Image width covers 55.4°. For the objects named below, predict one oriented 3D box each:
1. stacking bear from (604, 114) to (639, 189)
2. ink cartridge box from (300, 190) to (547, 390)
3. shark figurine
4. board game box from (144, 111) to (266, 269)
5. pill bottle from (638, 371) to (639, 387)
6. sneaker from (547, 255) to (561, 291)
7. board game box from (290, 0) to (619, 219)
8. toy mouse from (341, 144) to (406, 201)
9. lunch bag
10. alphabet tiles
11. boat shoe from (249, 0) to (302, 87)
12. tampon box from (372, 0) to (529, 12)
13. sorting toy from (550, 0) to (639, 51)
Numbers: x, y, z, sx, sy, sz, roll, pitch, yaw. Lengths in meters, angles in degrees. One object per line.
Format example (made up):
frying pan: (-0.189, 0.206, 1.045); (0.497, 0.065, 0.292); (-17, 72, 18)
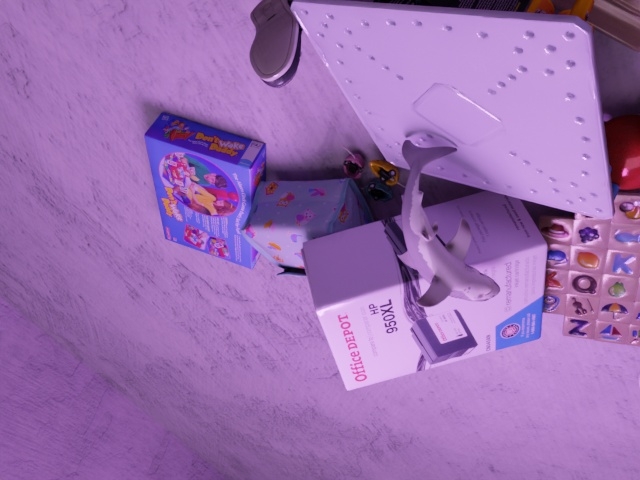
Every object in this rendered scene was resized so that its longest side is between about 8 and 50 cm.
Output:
stacking bear: (0.505, -0.136, 0.809); (0.289, 0.164, 0.175); (-9, 97, 52)
ink cartridge box: (0.191, 0.097, 1.128); (0.395, 0.166, 0.285); (-16, 136, 2)
shark figurine: (0.152, -0.008, 0.932); (0.116, 0.166, 0.278); (-8, 107, 63)
board game box: (-0.242, -0.097, 1.346); (0.233, 0.078, 0.347); (19, 144, 8)
pill bottle: (0.754, 0.291, 1.250); (0.169, 0.094, 0.094); (-20, 125, 43)
sneaker: (0.462, 0.049, 1.145); (0.076, 0.065, 0.166); (-25, 124, 41)
board game box: (0.197, -0.188, 0.837); (0.390, 0.050, 0.390); (21, 165, 36)
toy mouse: (0.093, -0.122, 1.159); (0.161, 0.031, 0.143); (37, 155, -8)
lunch bag: (0.000, 0.000, 1.263); (0.223, 0.160, 0.262); (3, 149, 30)
alphabet tiles: (0.531, 0.060, 1.077); (0.285, 0.011, 0.342); (5, 130, 22)
boat shoe: (-0.052, -0.285, 0.886); (0.084, 0.233, 0.079); (-28, 129, 18)
tampon box: (0.164, -0.306, 0.804); (0.161, 0.101, 0.120); (33, 168, -13)
sorting toy: (0.413, -0.339, 0.711); (0.307, 0.041, 0.229); (27, 139, -3)
